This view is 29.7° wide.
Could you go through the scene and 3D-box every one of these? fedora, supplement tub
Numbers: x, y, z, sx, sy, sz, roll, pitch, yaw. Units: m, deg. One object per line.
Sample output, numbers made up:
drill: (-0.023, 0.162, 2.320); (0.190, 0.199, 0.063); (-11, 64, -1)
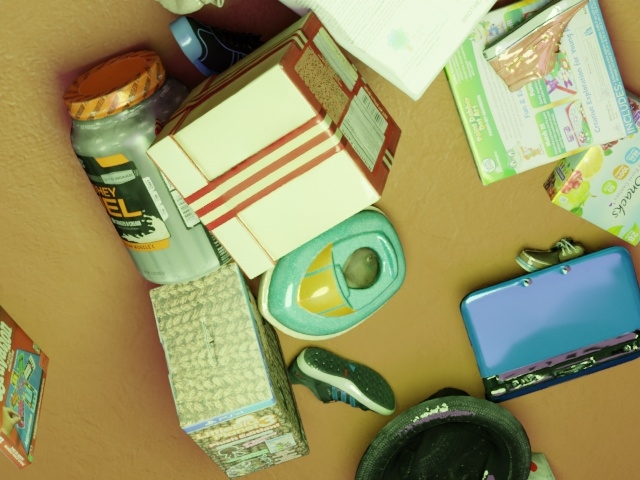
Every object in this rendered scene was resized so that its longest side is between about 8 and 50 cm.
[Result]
fedora: (0.204, 0.379, 2.127); (0.334, 0.152, 0.334); (-3, 118, -5)
supplement tub: (-0.244, -0.108, 1.789); (0.194, 0.193, 0.316); (-21, 118, 5)

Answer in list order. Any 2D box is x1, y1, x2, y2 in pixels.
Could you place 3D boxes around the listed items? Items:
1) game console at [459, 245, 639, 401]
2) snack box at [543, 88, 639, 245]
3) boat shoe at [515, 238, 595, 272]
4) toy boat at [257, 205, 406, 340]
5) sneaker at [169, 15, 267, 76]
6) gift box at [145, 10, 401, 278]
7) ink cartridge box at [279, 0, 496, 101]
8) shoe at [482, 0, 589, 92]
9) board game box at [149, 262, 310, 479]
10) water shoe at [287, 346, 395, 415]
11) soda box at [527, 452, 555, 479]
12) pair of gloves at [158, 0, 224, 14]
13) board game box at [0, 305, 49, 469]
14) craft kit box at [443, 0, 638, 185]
game console: (0.399, 0.150, 2.055); (0.293, 0.250, 0.173); (-18, 77, 3)
snack box: (0.491, -0.120, 1.937); (0.174, 0.070, 0.207); (27, 113, -17)
boat shoe: (0.414, 0.031, 2.020); (0.183, 0.066, 0.066); (10, 112, -23)
toy boat: (0.000, 0.000, 1.873); (0.267, 0.148, 0.318); (-32, 109, -23)
sneaker: (-0.126, -0.273, 1.743); (0.090, 0.081, 0.232); (-36, 150, 13)
gift box: (-0.057, -0.125, 1.637); (0.258, 0.276, 0.255); (-30, 103, 24)
ink cartridge box: (0.058, -0.424, 1.659); (0.395, 0.151, 0.270); (34, 110, -13)
shoe: (0.330, -0.292, 1.757); (0.178, 0.063, 0.081); (-34, 100, 12)
board game box: (-0.137, 0.211, 1.886); (0.141, 0.232, 0.291); (-18, 152, 2)
water shoe: (0.037, 0.251, 2.098); (0.203, 0.073, 0.080); (32, 132, -17)
soda box: (0.361, 0.538, 2.264); (0.091, 0.098, 0.286); (4, 117, -9)
pair of gloves: (-0.215, -0.429, 1.640); (0.204, 0.042, 0.240); (17, 120, 33)
board game box: (-0.490, 0.219, 1.886); (0.027, 0.281, 0.145); (-32, 117, 10)
craft kit box: (0.322, -0.239, 1.823); (0.247, 0.061, 0.249); (-19, 100, 1)
